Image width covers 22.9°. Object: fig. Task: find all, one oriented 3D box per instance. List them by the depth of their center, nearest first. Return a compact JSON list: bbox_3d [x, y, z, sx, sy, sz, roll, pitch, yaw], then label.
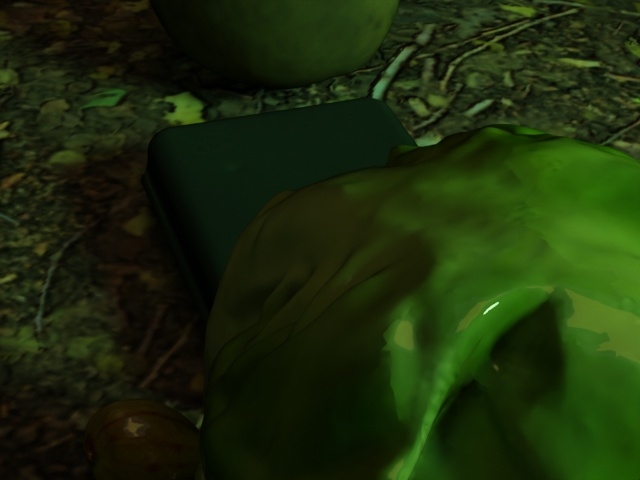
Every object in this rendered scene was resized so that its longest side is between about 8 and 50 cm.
[{"bbox_3d":[-0.068,0.096,0.731,0.083,0.050,0.050,-1,33,-20],"label":"fig"}]

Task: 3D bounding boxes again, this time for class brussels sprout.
[{"bbox_3d":[0.070,0.093,0.548,0.227,0.259,0.294,-23,43,-31],"label":"brussels sprout"}]

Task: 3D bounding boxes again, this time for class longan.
[{"bbox_3d":[-0.030,-0.181,1.039,0.167,0.167,0.187,-14,38,-21],"label":"longan"}]

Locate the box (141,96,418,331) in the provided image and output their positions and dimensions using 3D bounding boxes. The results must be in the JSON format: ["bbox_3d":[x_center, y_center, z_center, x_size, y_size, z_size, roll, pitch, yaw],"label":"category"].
[{"bbox_3d":[0.000,0.000,0.867,0.160,0.050,0.230,-10,35,-15],"label":"box"}]
